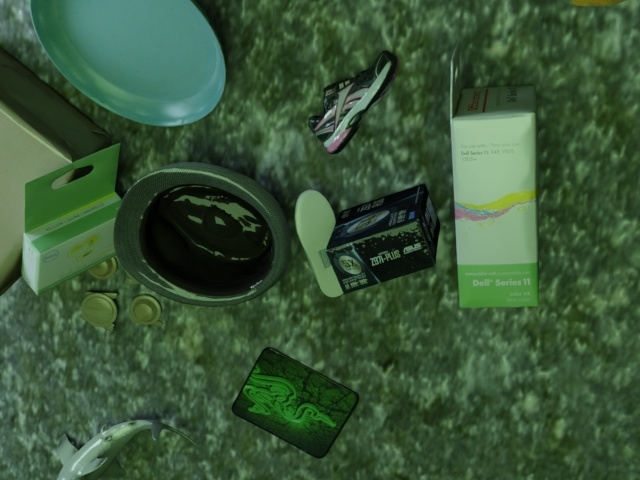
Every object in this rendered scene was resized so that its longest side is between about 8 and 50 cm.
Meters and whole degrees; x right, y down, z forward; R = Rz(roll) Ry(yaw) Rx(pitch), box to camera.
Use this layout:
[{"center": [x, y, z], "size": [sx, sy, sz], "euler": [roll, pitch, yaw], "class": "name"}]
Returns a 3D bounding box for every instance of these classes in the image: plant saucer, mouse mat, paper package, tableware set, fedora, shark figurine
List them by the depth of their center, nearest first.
[{"center": [-0.280, -0.303, 1.524], "size": [0.317, 0.044, 0.318], "euler": [16, 142, 13], "class": "plant saucer"}, {"center": [-0.180, -0.022, 1.628], "size": [0.275, 0.124, 0.244], "euler": [13, 113, -4], "class": "fedora"}, {"center": [-0.555, -0.116, 1.637], "size": [0.309, 0.168, 0.325], "euler": [38, 112, -5], "class": "paper package"}, {"center": [-0.340, 0.080, 1.748], "size": [0.141, 0.020, 0.169], "euler": [6, 109, 7], "class": "tableware set"}, {"center": [-0.045, 0.285, 1.778], "size": [0.189, 0.007, 0.153], "euler": [28, 112, 0], "class": "mouse mat"}, {"center": [-0.363, 0.388, 1.838], "size": [0.278, 0.166, 0.116], "euler": [-34, 127, 1], "class": "shark figurine"}]

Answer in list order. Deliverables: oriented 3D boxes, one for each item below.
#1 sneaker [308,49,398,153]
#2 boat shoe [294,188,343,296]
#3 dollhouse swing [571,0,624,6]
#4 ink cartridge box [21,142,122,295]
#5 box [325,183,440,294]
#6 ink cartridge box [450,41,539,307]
[{"center": [0.043, -0.220, 1.553], "size": [0.077, 0.072, 0.178], "euler": [40, 105, 6], "class": "sneaker"}, {"center": [0.000, 0.000, 1.639], "size": [0.066, 0.063, 0.184], "euler": [-26, 112, -7], "class": "boat shoe"}, {"center": [0.406, -0.495, 1.267], "size": [0.346, 0.305, 0.315], "euler": [-17, 106, 16], "class": "dollhouse swing"}, {"center": [-0.377, -0.030, 1.588], "size": [0.056, 0.171, 0.235], "euler": [49, 145, 18], "class": "ink cartridge box"}, {"center": [0.099, -0.006, 1.557], "size": [0.147, 0.180, 0.078], "euler": [-18, 107, 16], "class": "box"}, {"center": [0.256, -0.103, 1.481], "size": [0.119, 0.207, 0.354], "euler": [-2, 110, 12], "class": "ink cartridge box"}]
